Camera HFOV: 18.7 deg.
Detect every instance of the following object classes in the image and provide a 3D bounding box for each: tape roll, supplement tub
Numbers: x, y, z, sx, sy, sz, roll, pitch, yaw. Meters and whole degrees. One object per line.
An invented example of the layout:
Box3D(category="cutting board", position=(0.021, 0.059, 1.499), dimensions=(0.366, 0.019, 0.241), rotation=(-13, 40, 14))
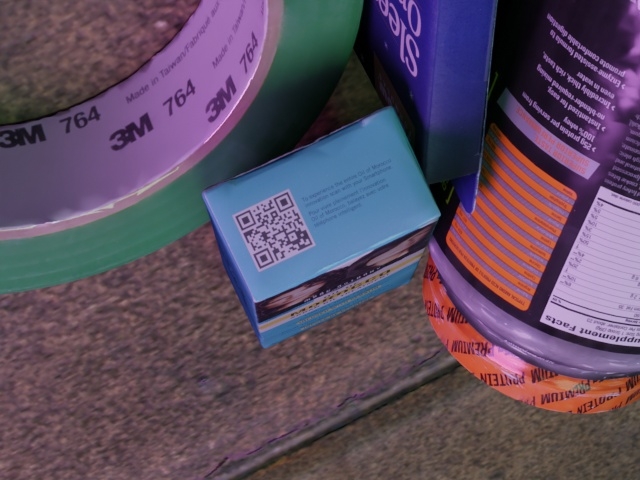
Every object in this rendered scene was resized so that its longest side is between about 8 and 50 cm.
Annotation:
Box3D(category="tape roll", position=(-0.142, -0.108, 0.907), dimensions=(0.321, 0.077, 0.321), rotation=(-14, 141, -11))
Box3D(category="supplement tub", position=(0.167, -0.066, 1.019), dimensions=(0.193, 0.194, 0.316), rotation=(-4, 138, -23))

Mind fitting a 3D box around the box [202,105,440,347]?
Box3D(category="box", position=(0.000, 0.000, 1.021), dimensions=(0.100, 0.060, 0.244), rotation=(-25, 173, -4))

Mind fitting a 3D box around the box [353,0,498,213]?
Box3D(category="box", position=(0.043, -0.126, 0.931), dimensions=(0.036, 0.136, 0.225), rotation=(-15, 141, -12))
